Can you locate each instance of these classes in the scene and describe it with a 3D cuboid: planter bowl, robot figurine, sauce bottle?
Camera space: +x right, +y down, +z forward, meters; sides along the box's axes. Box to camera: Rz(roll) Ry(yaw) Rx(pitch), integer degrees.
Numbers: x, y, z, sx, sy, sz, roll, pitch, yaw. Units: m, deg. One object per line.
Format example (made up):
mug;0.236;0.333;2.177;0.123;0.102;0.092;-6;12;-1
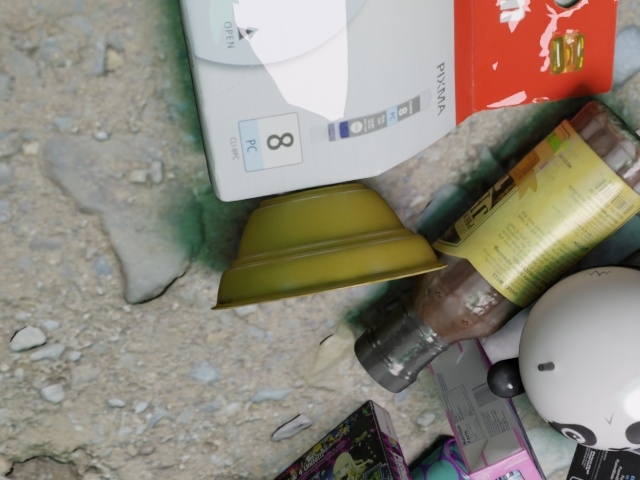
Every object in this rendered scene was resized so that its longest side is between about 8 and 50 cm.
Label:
planter bowl;0.000;0.000;0.930;0.217;0.217;0.090;-10;88;-5
robot figurine;0.291;0.111;0.991;0.209;0.173;0.278;-54;160;13
sauce bottle;0.173;0.016;0.993;0.111;0.111;0.344;36;109;-30

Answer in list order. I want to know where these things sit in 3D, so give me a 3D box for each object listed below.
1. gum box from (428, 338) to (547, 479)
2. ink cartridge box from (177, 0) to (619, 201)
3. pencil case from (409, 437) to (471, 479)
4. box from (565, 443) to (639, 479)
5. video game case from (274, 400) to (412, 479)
gum box;0.179;0.202;1.072;0.062;0.188;0.107;-27;124;9
ink cartridge box;0.077;-0.208;0.836;0.385;0.091;0.308;-10;125;-5
pencil case;0.126;0.303;1.205;0.070;0.064;0.151;35;112;-13
box;0.398;0.277;1.015;0.169;0.290;0.087;20;88;-63
video game case;0.004;0.316;1.099;0.232;0.210;0.042;-43;122;16
